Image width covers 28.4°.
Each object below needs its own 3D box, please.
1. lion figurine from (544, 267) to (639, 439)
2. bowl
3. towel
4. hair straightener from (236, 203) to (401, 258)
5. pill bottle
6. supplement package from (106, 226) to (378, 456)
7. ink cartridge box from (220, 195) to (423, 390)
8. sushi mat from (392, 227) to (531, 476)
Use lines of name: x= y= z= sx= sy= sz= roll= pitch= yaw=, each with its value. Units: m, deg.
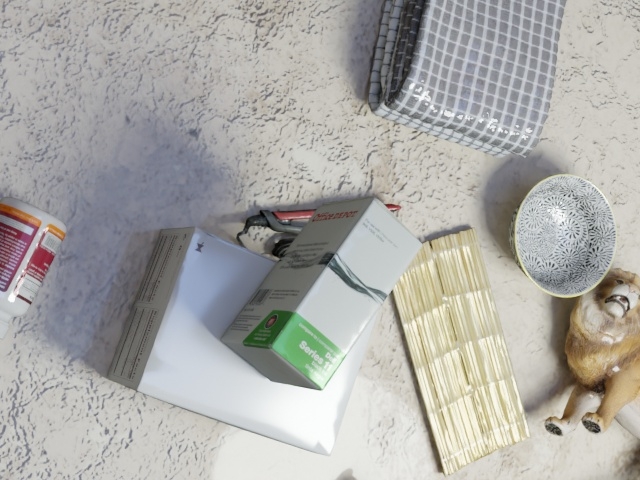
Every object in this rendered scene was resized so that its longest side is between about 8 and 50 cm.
lion figurine: x=0.471 y=0.239 z=1.780 sx=0.392 sy=0.142 sz=0.240 roll=49 pitch=57 yaw=-10
bowl: x=0.323 y=-0.007 z=1.771 sx=0.170 sy=0.080 sz=0.170 roll=0 pitch=90 yaw=-24
towel: x=0.206 y=-0.275 z=1.703 sx=0.235 sy=0.121 sz=0.284 roll=15 pitch=83 yaw=-23
hair straightener: x=0.000 y=0.000 z=1.647 sx=0.230 sy=0.047 sz=0.089 roll=-3 pitch=90 yaw=-23
pill bottle: x=-0.363 y=0.033 z=1.467 sx=0.086 sy=0.086 sz=0.152 roll=29 pitch=78 yaw=-20
supplement package: x=-0.094 y=0.124 z=1.552 sx=0.261 sy=0.145 sz=0.204 roll=23 pitch=80 yaw=-21
ink cartridge box: x=0.001 y=0.058 z=1.433 sx=0.087 sy=0.153 sz=0.208 roll=41 pitch=73 yaw=-18
sushi mat: x=0.191 y=0.151 z=1.744 sx=0.151 sy=0.019 sz=0.317 roll=-18 pitch=96 yaw=-22
